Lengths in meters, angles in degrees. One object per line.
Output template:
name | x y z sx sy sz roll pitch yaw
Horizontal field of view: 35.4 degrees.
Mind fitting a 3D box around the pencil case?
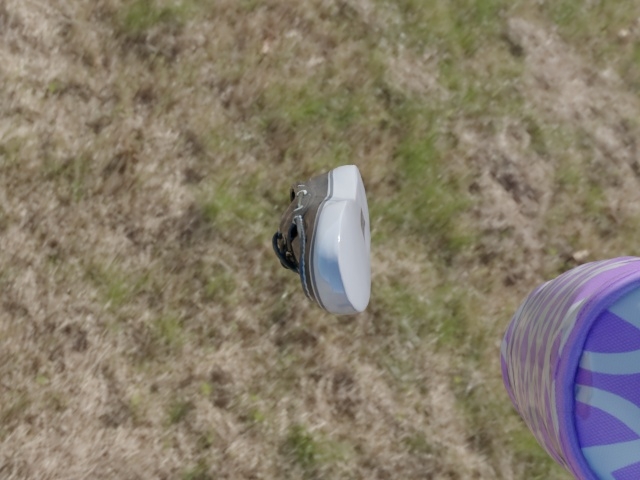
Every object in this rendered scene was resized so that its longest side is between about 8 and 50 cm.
pencil case | 0.119 0.049 0.377 0.088 0.206 0.086 -2 88 4

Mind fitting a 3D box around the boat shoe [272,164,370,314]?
boat shoe | 0.000 0.000 0.465 0.142 0.040 0.049 -76 154 -72
